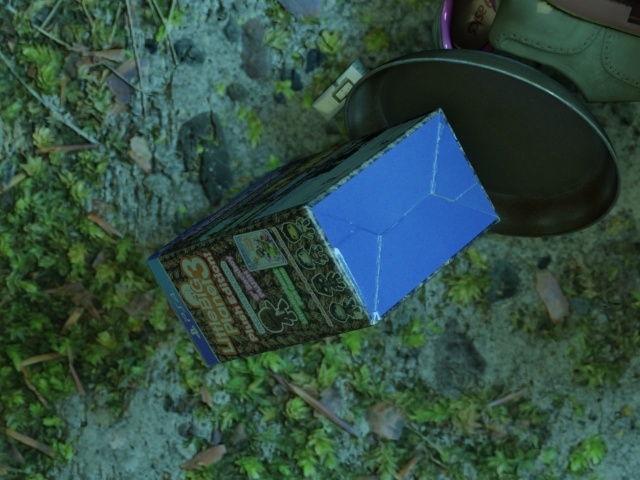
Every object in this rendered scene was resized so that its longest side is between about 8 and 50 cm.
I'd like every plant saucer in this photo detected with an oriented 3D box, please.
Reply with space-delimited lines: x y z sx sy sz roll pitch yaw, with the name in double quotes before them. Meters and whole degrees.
"plant saucer" 0.178 -0.111 1.913 0.311 0.050 0.310 18 152 10

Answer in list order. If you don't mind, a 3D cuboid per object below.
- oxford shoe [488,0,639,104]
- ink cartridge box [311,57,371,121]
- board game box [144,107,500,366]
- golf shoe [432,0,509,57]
"oxford shoe" 0.336 -0.197 1.875 0.348 0.123 0.130 23 124 -19
"ink cartridge box" 0.031 -0.176 1.999 0.028 0.048 0.083 45 108 -5
"board game box" 0.000 0.000 1.900 0.291 0.232 0.141 -17 106 50
"golf shoe" 0.203 -0.311 1.879 0.115 0.140 0.306 21 108 6
